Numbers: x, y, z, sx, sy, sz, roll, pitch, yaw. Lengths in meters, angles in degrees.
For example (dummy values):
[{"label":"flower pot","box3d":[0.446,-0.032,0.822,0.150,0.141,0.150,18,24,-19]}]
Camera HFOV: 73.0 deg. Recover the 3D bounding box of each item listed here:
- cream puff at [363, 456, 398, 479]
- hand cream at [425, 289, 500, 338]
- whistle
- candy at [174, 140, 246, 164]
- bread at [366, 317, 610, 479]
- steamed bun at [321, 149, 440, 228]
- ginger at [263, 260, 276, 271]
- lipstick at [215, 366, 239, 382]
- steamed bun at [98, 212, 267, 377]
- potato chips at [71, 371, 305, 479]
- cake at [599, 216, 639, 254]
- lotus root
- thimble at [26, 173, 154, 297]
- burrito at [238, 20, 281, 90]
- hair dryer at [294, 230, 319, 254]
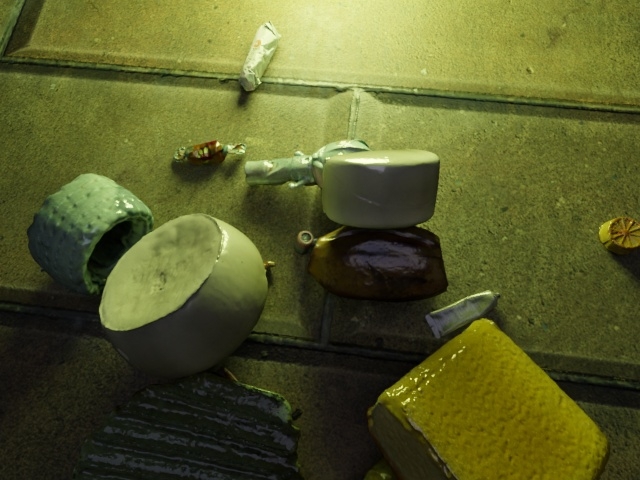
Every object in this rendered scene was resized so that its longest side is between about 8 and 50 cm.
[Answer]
[{"label":"cream puff","box3d":[0.152,0.526,0.746,0.282,0.185,0.281,0,74,0]},{"label":"hand cream","box3d":[0.312,0.154,0.937,0.165,0.037,0.057,-26,74,2]},{"label":"whistle","box3d":[-0.004,-0.161,1.004,0.347,0.133,0.142,-2,76,12]},{"label":"candy","box3d":[-0.275,-0.218,1.064,0.182,0.046,0.053,-6,71,3]},{"label":"bread","box3d":[0.292,0.337,0.750,0.333,0.143,0.323,-22,61,-35]},{"label":"steamed bun","box3d":[0.133,-0.104,0.859,0.242,0.164,0.146,-11,112,-33]},{"label":"ginger","box3d":[-0.147,0.073,0.978,0.097,0.030,0.048,-11,45,1]},{"label":"lipstick","box3d":[-0.275,0.368,0.870,0.254,0.070,0.070,-41,76,-10]},{"label":"steamed bun","box3d":[-0.253,0.112,0.852,0.325,0.206,0.324,-16,44,16]},{"label":"potato chips","box3d":[-0.237,0.422,0.790,0.430,0.070,0.357,9,82,1]},{"label":"cake","box3d":[0.670,-0.011,0.961,0.084,0.044,0.083,-1,71,3]},{"label":"lotus root","box3d":[0.118,0.040,0.903,0.291,0.193,0.193,1,73,6]},{"label":"thimble","box3d":[-0.494,-0.011,0.927,0.172,0.205,0.250,33,95,12]},{"label":"burrito","box3d":[-0.160,-0.480,1.135,0.064,0.064,0.203,16,72,7]},{"label":"hair dryer","box3d":[0.000,0.000,0.983,0.115,0.063,0.037,-7,71,-15]}]
